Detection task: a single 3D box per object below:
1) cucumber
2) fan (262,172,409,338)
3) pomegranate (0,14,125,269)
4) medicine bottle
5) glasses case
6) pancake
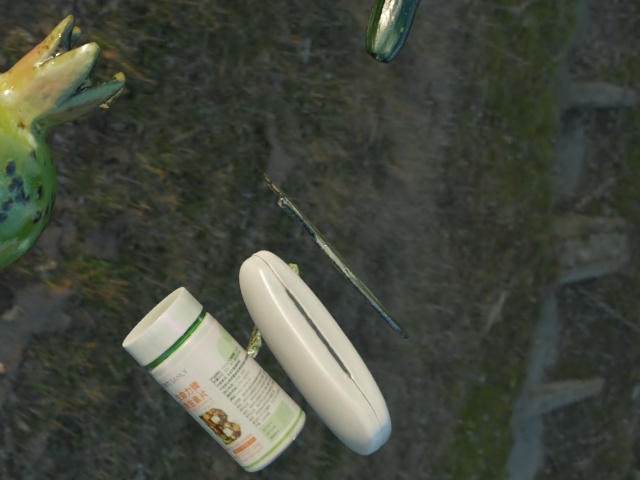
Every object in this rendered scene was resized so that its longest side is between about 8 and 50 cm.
[{"bbox_3d":[0.073,-0.225,1.396,0.048,0.048,0.105,33,67,-39],"label":"cucumber"},{"bbox_3d":[-0.009,-0.012,1.376,0.012,0.223,0.294,-41,133,2],"label":"fan"},{"bbox_3d":[-0.340,-0.103,1.323,0.286,0.231,0.231,-53,127,-10],"label":"pomegranate"},{"bbox_3d":[-0.104,0.140,1.359,0.183,0.086,0.086,46,71,-9],"label":"medicine bottle"},{"bbox_3d":[-0.006,0.093,1.148,0.049,0.197,0.076,-29,158,-21],"label":"glasses case"},{"bbox_3d":[-0.063,0.085,1.719,0.022,0.116,0.129,28,116,-8],"label":"pancake"}]
